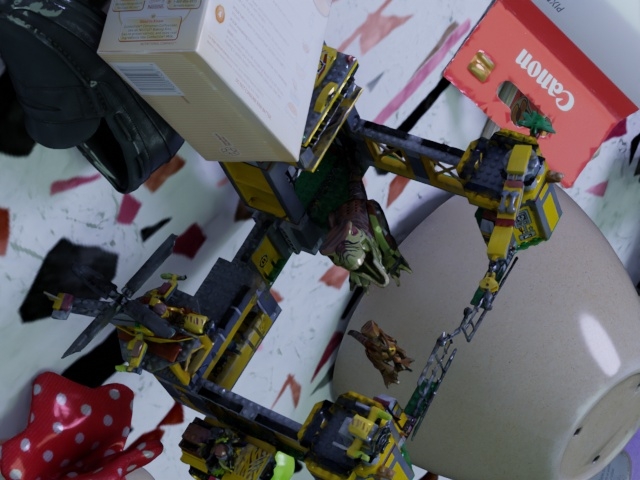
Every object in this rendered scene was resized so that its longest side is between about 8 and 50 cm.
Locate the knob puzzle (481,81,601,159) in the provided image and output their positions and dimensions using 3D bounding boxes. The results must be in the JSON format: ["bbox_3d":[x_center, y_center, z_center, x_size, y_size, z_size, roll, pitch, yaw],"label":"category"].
[{"bbox_3d":[0.213,-0.118,1.501,0.213,0.030,0.213,-33,140,-33],"label":"knob puzzle"}]

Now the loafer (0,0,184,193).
[{"bbox_3d":[-0.145,-0.091,1.000,0.078,0.076,0.223,-63,152,-9],"label":"loafer"}]

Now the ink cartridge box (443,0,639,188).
[{"bbox_3d":[0.230,-0.173,1.394,0.181,0.056,0.224,38,84,-32],"label":"ink cartridge box"}]

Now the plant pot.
[{"bbox_3d":[0.179,0.107,1.472,0.284,0.191,0.284,-33,145,-27],"label":"plant pot"}]

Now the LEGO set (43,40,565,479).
[{"bbox_3d":[0.000,0.000,1.118,0.331,0.255,0.192,-52,149,-14],"label":"LEGO set"}]

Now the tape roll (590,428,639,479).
[{"bbox_3d":[0.244,0.284,1.830,0.275,0.090,0.274,-34,142,-32],"label":"tape roll"}]

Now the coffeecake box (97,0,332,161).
[{"bbox_3d":[-0.051,-0.160,1.008,0.142,0.068,0.185,45,52,-57],"label":"coffeecake box"}]

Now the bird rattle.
[{"bbox_3d":[-0.186,0.220,1.216,0.253,0.143,0.207,-71,159,-3],"label":"bird rattle"}]

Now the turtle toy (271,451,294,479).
[{"bbox_3d":[-0.051,0.229,1.409,0.095,0.066,0.130,6,112,-30],"label":"turtle toy"}]
